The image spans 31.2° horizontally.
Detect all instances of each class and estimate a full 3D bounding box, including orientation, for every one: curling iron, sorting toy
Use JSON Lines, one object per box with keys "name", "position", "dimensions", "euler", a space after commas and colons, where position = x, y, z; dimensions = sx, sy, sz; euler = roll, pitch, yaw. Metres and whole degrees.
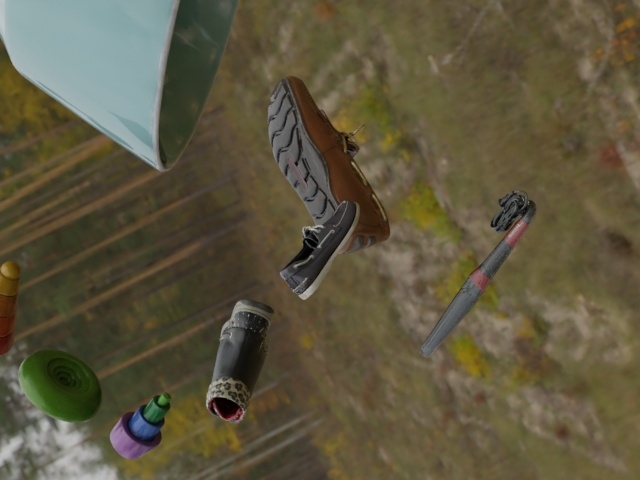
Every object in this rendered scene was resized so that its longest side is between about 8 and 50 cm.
{"name": "curling iron", "position": [0.214, 0.050, 1.558], "dimensions": [0.035, 0.274, 0.068], "euler": [22, -160, -17]}
{"name": "sorting toy", "position": [-0.353, 0.152, 1.586], "dimensions": [0.365, 0.126, 0.127], "euler": [37, -156, -2]}

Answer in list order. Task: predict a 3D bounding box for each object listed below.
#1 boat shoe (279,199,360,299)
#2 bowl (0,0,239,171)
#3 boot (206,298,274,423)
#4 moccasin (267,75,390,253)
{"name": "boat shoe", "position": [0.000, 0.000, 1.849], "dimensions": [0.065, 0.206, 0.075], "euler": [38, 146, -11]}
{"name": "bowl", "position": [-0.160, -0.226, 0.940], "dimensions": [0.311, 0.163, 0.311], "euler": [16, -90, -89]}
{"name": "boot", "position": [-0.140, 0.216, 1.870], "dimensions": [0.236, 0.085, 0.178], "euler": [110, 176, -60]}
{"name": "moccasin", "position": [0.017, -0.152, 2.154], "dimensions": [0.380, 0.147, 0.139], "euler": [59, 141, 27]}
